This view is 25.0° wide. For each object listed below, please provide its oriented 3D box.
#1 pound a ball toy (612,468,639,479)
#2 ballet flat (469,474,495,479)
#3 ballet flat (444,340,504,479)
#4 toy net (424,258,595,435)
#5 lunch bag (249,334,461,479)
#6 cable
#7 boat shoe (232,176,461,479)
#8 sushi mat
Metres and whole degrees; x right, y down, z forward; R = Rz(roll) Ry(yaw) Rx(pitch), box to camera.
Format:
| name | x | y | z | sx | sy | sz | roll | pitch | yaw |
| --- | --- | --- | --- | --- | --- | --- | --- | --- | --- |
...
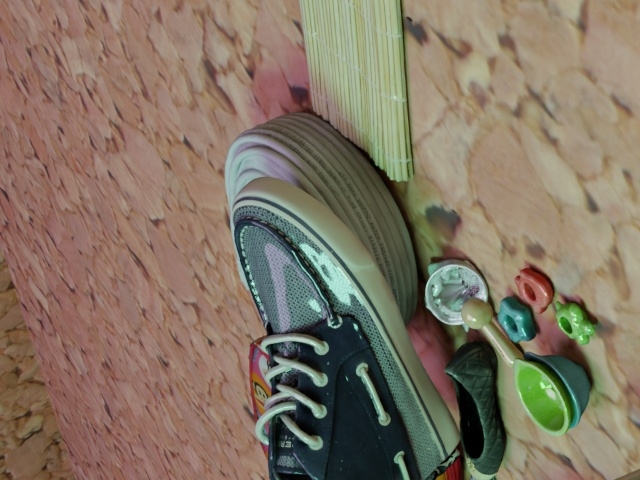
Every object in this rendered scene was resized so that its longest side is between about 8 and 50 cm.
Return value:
| name | x | y | z | sx | sy | sz | roll | pitch | yaw |
| --- | --- | --- | --- | --- | --- | --- | --- | --- | --- |
| pound a ball toy | 0.313 | 0.325 | 1.000 | 0.208 | 0.135 | 0.319 | -155 | 45 | -78 |
| ballet flat | 0.163 | 0.278 | 1.450 | 0.041 | 0.041 | 0.114 | 29 | 141 | 54 |
| ballet flat | 0.140 | 0.163 | 1.352 | 0.057 | 0.049 | 0.173 | 40 | 150 | 45 |
| toy net | 0.147 | 0.067 | 1.230 | 0.232 | 0.045 | 0.122 | 35 | 146 | 49 |
| lunch bag | 0.031 | 0.215 | 1.561 | 0.293 | 0.120 | 0.258 | 41 | 150 | 43 |
| cable | 0.000 | 0.000 | 1.422 | 0.257 | 0.089 | 0.257 | 37 | 147 | 45 |
| boat shoe | -0.004 | 0.119 | 1.281 | 0.127 | 0.158 | 0.341 | -10 | 119 | 49 |
| sushi mat | 0.021 | -0.207 | 1.225 | 0.151 | 0.019 | 0.317 | 43 | 152 | 41 |
